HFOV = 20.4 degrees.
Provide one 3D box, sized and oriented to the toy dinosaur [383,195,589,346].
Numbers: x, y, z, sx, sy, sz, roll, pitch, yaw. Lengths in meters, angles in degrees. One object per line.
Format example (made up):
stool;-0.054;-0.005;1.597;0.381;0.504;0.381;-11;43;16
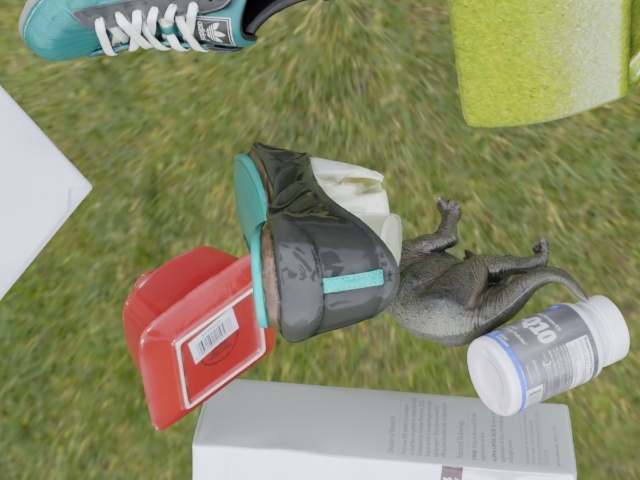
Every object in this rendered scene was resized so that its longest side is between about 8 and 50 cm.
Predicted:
toy dinosaur;0.127;0.050;1.731;0.160;0.313;0.121;-42;136;-25

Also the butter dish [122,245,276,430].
butter dish;-0.131;0.071;1.687;0.160;0.160;0.118;-35;56;-26

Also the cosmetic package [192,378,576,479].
cosmetic package;0.060;0.277;1.833;0.385;0.156;0.217;2;113;2

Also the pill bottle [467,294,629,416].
pill bottle;0.211;0.103;1.642;0.137;0.078;0.078;-21;98;-23

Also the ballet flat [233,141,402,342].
ballet flat;0.000;0.000;1.099;0.096;0.280;0.095;-7;107;-4

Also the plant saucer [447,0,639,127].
plant saucer;0.113;-0.129;0.528;0.045;0.188;0.188;37;77;21

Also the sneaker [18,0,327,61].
sneaker;-0.129;-0.226;1.661;0.302;0.108;0.121;-24;62;-5

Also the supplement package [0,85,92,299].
supplement package;-0.295;-0.047;0.941;0.204;0.145;0.262;-53;124;-19
